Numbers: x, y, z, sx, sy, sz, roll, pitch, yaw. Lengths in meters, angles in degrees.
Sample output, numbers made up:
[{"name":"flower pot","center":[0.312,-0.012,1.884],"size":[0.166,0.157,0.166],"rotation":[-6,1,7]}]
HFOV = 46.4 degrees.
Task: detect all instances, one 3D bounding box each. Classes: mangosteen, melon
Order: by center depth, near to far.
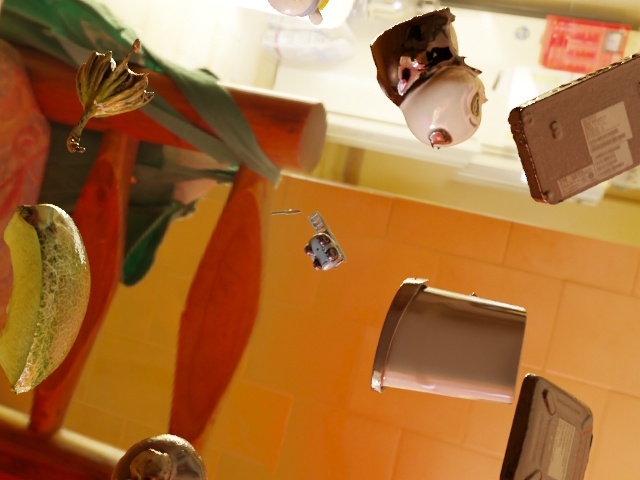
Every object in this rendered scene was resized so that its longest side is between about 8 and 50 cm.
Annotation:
[{"name":"melon","center":[-0.609,0.101,1.629],"size":[0.343,0.226,0.331],"rotation":[-59,-174,30]},{"name":"mangosteen","center":[-0.441,0.654,1.991],"size":[0.288,0.233,0.287],"rotation":[-32,139,-33]}]

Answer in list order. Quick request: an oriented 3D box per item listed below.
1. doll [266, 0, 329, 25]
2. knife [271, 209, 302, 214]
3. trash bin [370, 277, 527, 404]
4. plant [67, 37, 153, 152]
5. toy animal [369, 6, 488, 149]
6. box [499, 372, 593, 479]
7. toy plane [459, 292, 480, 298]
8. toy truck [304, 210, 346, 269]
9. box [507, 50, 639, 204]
[{"name":"doll","center":[-0.039,-0.479,1.426],"size":[0.241,0.135,0.098],"rotation":[-51,162,-66]},{"name":"knife","center":[-0.100,-0.082,2.191],"size":[0.005,0.091,0.014],"rotation":[90,-6,-52]},{"name":"trash bin","center":[0.244,0.192,1.386],"size":[0.220,0.250,0.219],"rotation":[-4,103,-76]},{"name":"plant","center":[-0.600,-0.361,1.917],"size":[0.333,0.251,0.180],"rotation":[-48,117,-37]},{"name":"toy animal","center":[0.272,-0.375,1.808],"size":[0.251,0.251,0.309],"rotation":[-23,93,-68]},{"name":"box","center":[0.541,0.491,1.770],"size":[0.289,0.073,0.289],"rotation":[34,66,-35]},{"name":"toy plane","center":[0.412,0.181,1.986],"size":[0.135,0.188,0.062],"rotation":[-10,107,-33]},{"name":"toy truck","center":[0.000,0.000,1.646],"size":[0.074,0.063,0.136],"rotation":[-12,70,-56]},{"name":"box","center":[0.552,-0.226,1.479],"size":[0.211,0.350,0.058],"rotation":[68,-11,-17]}]
